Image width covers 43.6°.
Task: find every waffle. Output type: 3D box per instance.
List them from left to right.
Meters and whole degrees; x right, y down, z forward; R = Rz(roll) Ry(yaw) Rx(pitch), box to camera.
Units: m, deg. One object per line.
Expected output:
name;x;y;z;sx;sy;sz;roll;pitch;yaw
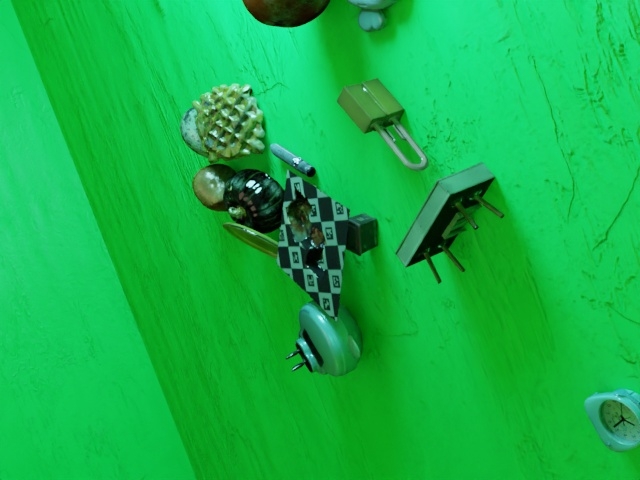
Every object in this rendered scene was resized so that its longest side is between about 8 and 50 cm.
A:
waffle;-0.249;-0.319;2.161;0.223;0.054;0.204;-8;94;29

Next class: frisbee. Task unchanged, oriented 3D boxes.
frisbee;-0.162;0.007;2.204;0.236;0.017;0.236;25;169;5

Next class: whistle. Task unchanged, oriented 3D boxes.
whistle;-0.073;-0.207;2.051;0.176;0.033;0.033;35;137;42

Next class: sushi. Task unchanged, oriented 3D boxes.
sushi;0.000;0.000;1.967;0.292;0.059;0.294;39;130;46

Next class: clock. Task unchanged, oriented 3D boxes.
clock;0.538;0.308;1.395;0.108;0.045;0.147;62;149;8

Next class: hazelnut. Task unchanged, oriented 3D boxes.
hazelnut;-0.303;-0.150;2.359;0.150;0.150;0.150;36;137;42

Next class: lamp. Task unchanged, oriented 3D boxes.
lamp;0.017;0.260;2.093;0.209;0.147;0.284;61;141;16

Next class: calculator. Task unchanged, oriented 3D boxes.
calculator;0.089;-0.554;1.557;0.185;0.041;0.299;28;130;48

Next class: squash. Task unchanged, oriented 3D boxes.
squash;-0.175;-0.103;2.166;0.193;0.156;0.193;17;146;12

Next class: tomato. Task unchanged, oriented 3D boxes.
tomato;-0.070;-0.537;1.661;0.208;0.208;0.184;-9;92;59

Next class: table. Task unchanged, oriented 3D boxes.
table;0.258;-0.021;1.555;0.111;0.121;0.240;54;148;23

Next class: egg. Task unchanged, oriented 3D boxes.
egg;-0.326;-0.308;2.294;0.172;0.132;0.132;49;147;8

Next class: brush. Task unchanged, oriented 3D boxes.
brush;0.141;-0.230;1.629;0.233;0.103;0.047;53;143;22

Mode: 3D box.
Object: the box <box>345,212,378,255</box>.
box;0.096;-0.017;1.874;0.060;0.063;0.085;27;130;46
